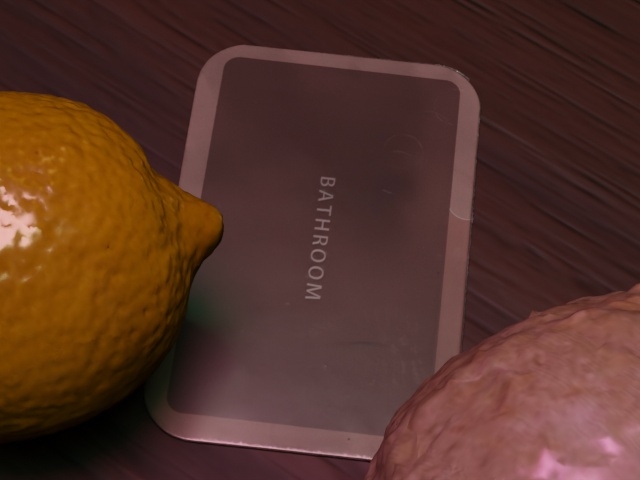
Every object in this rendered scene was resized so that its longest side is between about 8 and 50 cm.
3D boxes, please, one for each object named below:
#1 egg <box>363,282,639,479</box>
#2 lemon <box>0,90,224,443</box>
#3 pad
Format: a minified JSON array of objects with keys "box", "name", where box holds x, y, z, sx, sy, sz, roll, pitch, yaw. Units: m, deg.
[{"box":[0.146,0.149,0.767,0.310,0.279,0.279,-31,66,-33],"name":"egg"},{"box":[-0.169,0.014,0.871,0.244,0.187,0.187,-14,63,-3],"name":"lemon"},{"box":[0.000,0.000,0.989,0.176,0.002,0.266,6,62,1],"name":"pad"}]
